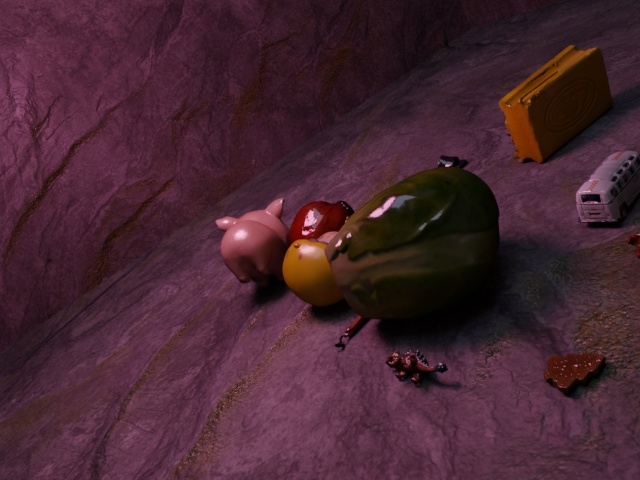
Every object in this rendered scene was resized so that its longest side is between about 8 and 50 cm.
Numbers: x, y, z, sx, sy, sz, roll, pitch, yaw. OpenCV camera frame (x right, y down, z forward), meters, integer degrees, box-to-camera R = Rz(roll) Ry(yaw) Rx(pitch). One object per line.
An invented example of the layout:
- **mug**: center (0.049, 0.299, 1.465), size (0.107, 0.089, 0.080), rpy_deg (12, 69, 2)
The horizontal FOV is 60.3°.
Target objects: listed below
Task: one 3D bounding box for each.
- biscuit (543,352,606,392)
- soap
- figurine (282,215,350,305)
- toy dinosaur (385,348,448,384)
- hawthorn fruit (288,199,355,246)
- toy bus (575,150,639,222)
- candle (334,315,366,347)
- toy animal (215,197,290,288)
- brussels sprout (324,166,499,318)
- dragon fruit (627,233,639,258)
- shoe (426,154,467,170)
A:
- **biscuit**: center (0.385, 0.194, 0.834), size (0.092, 0.016, 0.082), rpy_deg (-24, 17, 13)
- **soap**: center (0.651, -0.376, 1.518), size (0.324, 0.204, 0.096), rpy_deg (-37, 25, -16)
- **figurine**: center (0.065, 0.027, 1.403), size (0.344, 0.187, 0.215), rpy_deg (-33, 16, -20)
- **toy dinosaur**: center (0.169, 0.226, 0.999), size (0.055, 0.049, 0.154), rpy_deg (-39, 18, -31)
- **hawthorn fruit**: center (0.000, 0.000, 1.582), size (0.189, 0.189, 0.251), rpy_deg (3, 57, 54)
- **toy bus**: center (0.606, -0.114, 1.141), size (0.194, 0.089, 0.087), rpy_deg (-40, 23, -27)
- **candle**: center (0.086, 0.183, 1.241), size (0.167, 0.021, 0.026), rpy_deg (-44, -1, -30)
- **toy animal**: center (-0.195, 0.015, 1.683), size (0.237, 0.269, 0.326), rpy_deg (-19, -17, 9)
- **brussels sprout**: center (0.198, 0.005, 1.145), size (0.371, 0.276, 0.315), rpy_deg (-32, 18, -5)
- **dragon fruit**: center (0.583, 0.023, 0.936), size (0.097, 0.063, 0.131), rpy_deg (-1, 6, -36)
- **shoe**: center (0.386, -0.242, 1.768), size (0.159, 0.053, 0.062), rpy_deg (-16, 21, 38)
